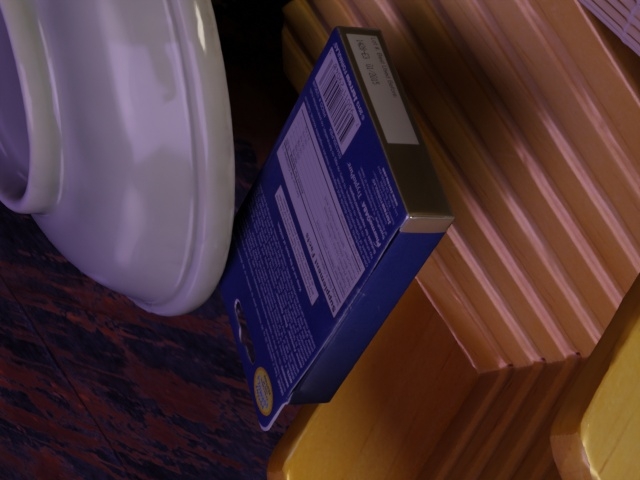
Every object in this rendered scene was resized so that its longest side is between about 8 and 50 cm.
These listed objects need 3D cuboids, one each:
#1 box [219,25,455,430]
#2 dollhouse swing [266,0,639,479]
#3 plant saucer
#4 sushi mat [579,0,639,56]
[{"bbox_3d":[0.000,0.000,0.967,0.225,0.036,0.136,-57,42,46],"label":"box"},{"bbox_3d":[0.062,0.029,0.954,0.305,0.315,0.347,43,155,-16],"label":"dollhouse swing"},{"bbox_3d":[-0.182,-0.131,1.096,0.400,0.100,0.400,46,145,47],"label":"plant saucer"},{"bbox_3d":[0.074,-0.225,0.787,0.316,0.019,0.151,48,155,26],"label":"sushi mat"}]
